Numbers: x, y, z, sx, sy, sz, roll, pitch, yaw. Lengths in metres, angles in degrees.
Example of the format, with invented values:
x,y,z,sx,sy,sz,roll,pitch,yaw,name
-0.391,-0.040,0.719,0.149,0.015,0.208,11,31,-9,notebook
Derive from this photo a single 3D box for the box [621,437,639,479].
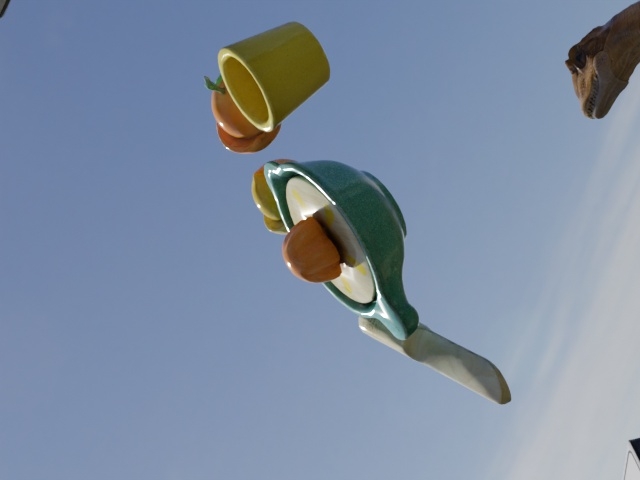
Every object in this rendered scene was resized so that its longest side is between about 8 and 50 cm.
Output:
x,y,z,sx,sy,sz,roll,pitch,yaw,name
0.335,0.313,1.253,0.290,0.087,0.169,-108,11,-45,box

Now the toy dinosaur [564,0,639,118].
x,y,z,sx,sy,sz,roll,pitch,yaw,name
0.190,-0.105,0.575,0.211,0.112,0.064,-30,-34,9,toy dinosaur

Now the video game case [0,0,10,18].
x,y,z,sx,sy,sz,roll,pitch,yaw,name
-0.233,-0.239,0.761,0.248,0.035,0.275,4,-45,-34,video game case

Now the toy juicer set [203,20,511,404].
x,y,z,sx,sy,sz,roll,pitch,yaw,name
0.000,0.000,1.185,0.089,0.329,0.209,-33,7,-19,toy juicer set
